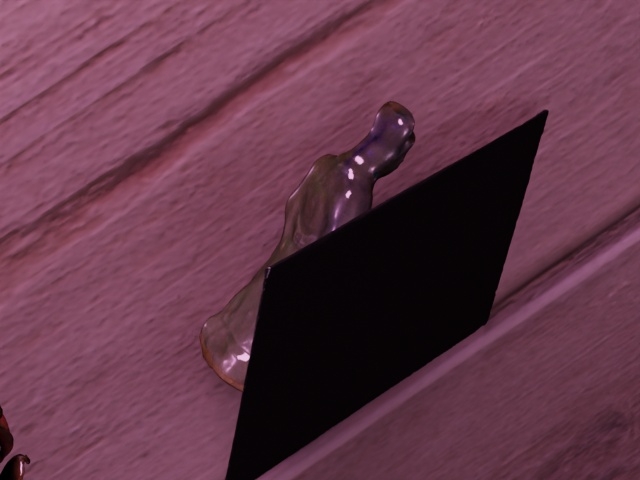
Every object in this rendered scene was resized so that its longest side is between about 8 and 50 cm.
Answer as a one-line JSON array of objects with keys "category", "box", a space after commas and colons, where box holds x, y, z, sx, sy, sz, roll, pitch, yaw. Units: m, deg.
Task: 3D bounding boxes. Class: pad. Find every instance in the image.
[{"category": "pad", "box": [0.046, 0.039, 1.311, 0.300, 0.005, 0.202, -30, 144, -42]}]

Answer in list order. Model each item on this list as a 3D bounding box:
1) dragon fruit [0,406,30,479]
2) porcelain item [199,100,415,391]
[{"category": "dragon fruit", "box": [-0.289, 0.156, 1.108, 0.234, 0.234, 0.293, -16, 125, -23]}, {"category": "porcelain item", "box": [0.000, 0.000, 1.283, 0.069, 0.081, 0.215, 21, 109, -26]}]
